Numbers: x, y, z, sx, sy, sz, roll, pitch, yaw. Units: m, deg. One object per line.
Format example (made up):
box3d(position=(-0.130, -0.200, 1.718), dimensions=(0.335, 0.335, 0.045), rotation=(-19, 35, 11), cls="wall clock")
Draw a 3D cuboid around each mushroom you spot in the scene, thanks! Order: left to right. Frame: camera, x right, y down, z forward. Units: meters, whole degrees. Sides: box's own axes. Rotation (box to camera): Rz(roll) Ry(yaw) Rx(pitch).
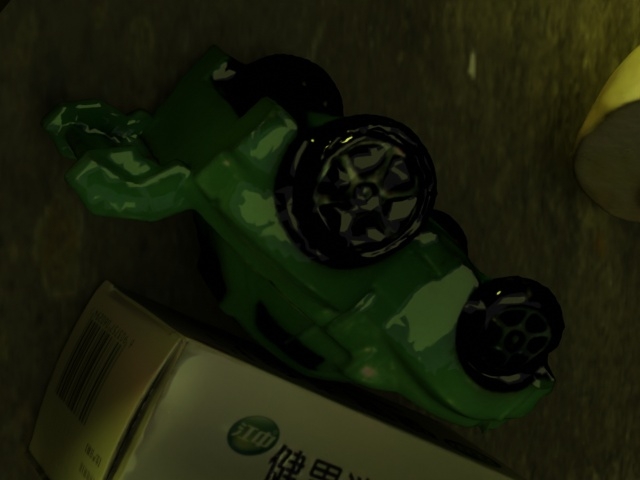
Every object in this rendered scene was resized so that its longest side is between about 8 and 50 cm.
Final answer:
box3d(position=(0.292, -0.108, 1.233), dimensions=(0.236, 0.173, 0.162), rotation=(80, 20, -55), cls="mushroom")

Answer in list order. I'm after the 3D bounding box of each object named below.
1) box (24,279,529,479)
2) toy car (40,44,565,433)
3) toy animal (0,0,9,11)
box3d(position=(-0.021, 0.167, 1.118), dimensions=(0.333, 0.173, 0.145), rotation=(26, 91, -26), cls="box")
box3d(position=(0.000, 0.000, 1.071), dimensions=(0.176, 0.213, 0.358), rotation=(-44, 117, 0), cls="toy car")
box3d(position=(-0.343, -0.144, 0.900), dimensions=(0.363, 0.181, 0.180), rotation=(-29, 147, -21), cls="toy animal")
